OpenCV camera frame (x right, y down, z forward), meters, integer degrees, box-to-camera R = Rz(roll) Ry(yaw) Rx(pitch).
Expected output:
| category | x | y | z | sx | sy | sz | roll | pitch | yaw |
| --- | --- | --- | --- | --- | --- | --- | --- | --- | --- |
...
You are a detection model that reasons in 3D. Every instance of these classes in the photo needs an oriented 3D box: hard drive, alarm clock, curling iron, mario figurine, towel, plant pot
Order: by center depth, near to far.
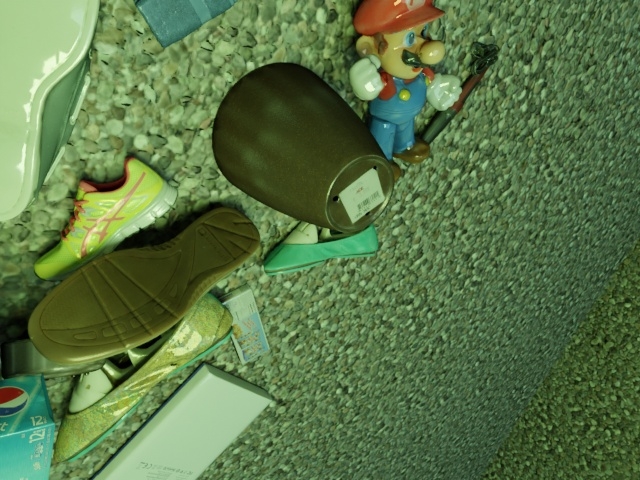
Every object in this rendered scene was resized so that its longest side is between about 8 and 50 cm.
| category | x | y | z | sx | sy | sz | roll | pitch | yaw |
| --- | --- | --- | --- | --- | --- | --- | --- | --- | --- |
| towel | -0.160 | -0.291 | 0.594 | 0.119 | 0.029 | 0.067 | -38 | 135 | -10 |
| alarm clock | -0.359 | 0.159 | 0.672 | 0.129 | 0.192 | 0.064 | 0 | 75 | -36 |
| plant pot | -0.007 | -0.112 | 0.692 | 0.215 | 0.230 | 0.215 | -20 | 130 | -25 |
| mario figurine | 0.135 | -0.229 | 0.747 | 0.170 | 0.198 | 0.320 | 3 | 137 | 10 |
| curling iron | 0.236 | -0.252 | 0.914 | 0.274 | 0.035 | 0.068 | -53 | 138 | 5 |
| hard drive | -0.273 | 0.402 | 0.996 | 0.318 | 0.040 | 0.210 | -46 | 136 | 0 |

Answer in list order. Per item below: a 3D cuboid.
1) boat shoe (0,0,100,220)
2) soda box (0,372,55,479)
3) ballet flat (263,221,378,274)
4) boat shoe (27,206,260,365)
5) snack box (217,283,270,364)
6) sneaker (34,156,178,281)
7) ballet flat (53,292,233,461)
| category | x | y | z | sx | sy | sz | roll | pitch | yaw |
| --- | --- | --- | --- | --- | --- | --- | --- | --- | --- |
| boat shoe | -0.311 | -0.179 | 0.527 | 0.116 | 0.099 | 0.319 | 20 | 105 | -15 |
| soda box | -0.318 | 0.234 | 0.493 | 0.071 | 0.067 | 0.210 | -3 | 126 | -39 |
| ballet flat | 0.000 | 0.000 | 0.900 | 0.247 | 0.083 | 0.087 | -10 | 101 | -32 |
| boat shoe | -0.230 | 0.067 | 0.686 | 0.342 | 0.123 | 0.123 | -40 | 178 | -45 |
| snack box | -0.144 | 0.163 | 0.935 | 0.064 | 0.022 | 0.178 | -27 | 133 | -20 |
| sneaker | -0.298 | -0.033 | 0.650 | 0.208 | 0.081 | 0.094 | -41 | 125 | -10 |
| ballet flat | -0.304 | 0.201 | 0.792 | 0.349 | 0.123 | 0.123 | -38 | 135 | -8 |
